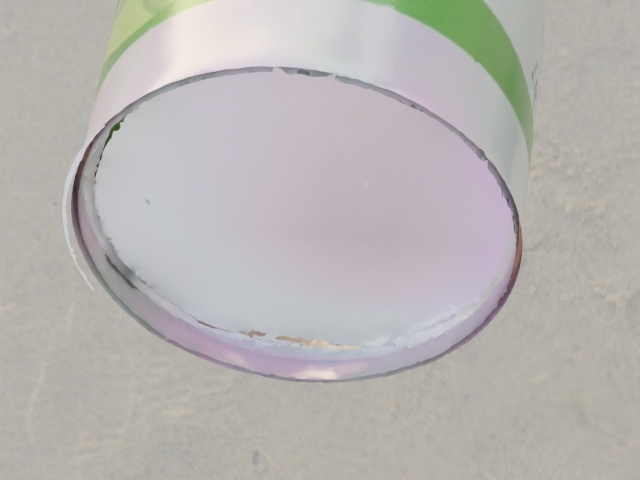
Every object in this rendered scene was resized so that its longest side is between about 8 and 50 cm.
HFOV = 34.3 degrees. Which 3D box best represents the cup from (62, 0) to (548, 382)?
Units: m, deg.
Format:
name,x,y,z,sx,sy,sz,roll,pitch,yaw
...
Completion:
name,x,y,z,sx,sy,sz,roll,pitch,yaw
cup,0.003,-0.089,0.517,0.253,0.253,0.274,-3,47,12
